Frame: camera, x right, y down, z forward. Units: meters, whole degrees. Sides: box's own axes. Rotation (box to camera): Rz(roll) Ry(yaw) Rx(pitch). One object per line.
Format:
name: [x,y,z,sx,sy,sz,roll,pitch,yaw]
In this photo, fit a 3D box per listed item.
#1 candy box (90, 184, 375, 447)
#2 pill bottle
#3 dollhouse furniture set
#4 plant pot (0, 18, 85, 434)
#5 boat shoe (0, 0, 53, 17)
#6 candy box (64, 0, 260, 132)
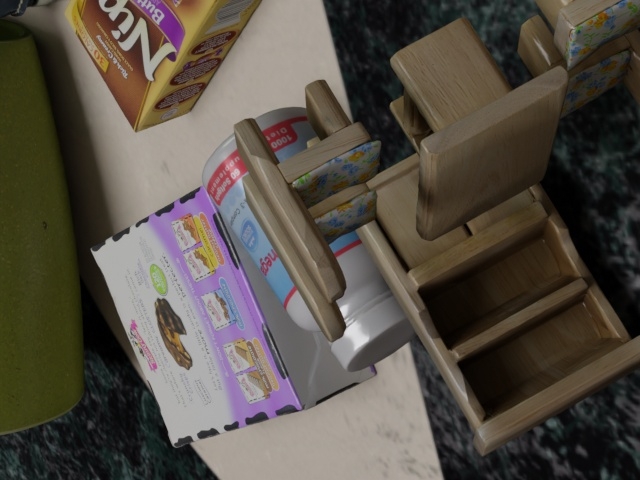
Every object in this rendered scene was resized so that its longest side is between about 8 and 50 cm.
candy box: [-0.067,0.048,1.344,0.196,0.070,0.164,-23,90,57]
pill bottle: [0.000,0.000,1.201,0.160,0.087,0.087,55,146,17]
dollhouse furniture set: [0.093,-0.006,0.960,0.161,0.212,0.242,60,173,15]
plant pot: [-0.311,-0.029,1.509,0.275,0.275,0.293,25,114,47]
boat shoe: [-0.273,-0.290,1.429,0.095,0.079,0.254,6,114,56]
candy box: [-0.105,-0.167,1.287,0.109,0.053,0.186,58,148,13]
